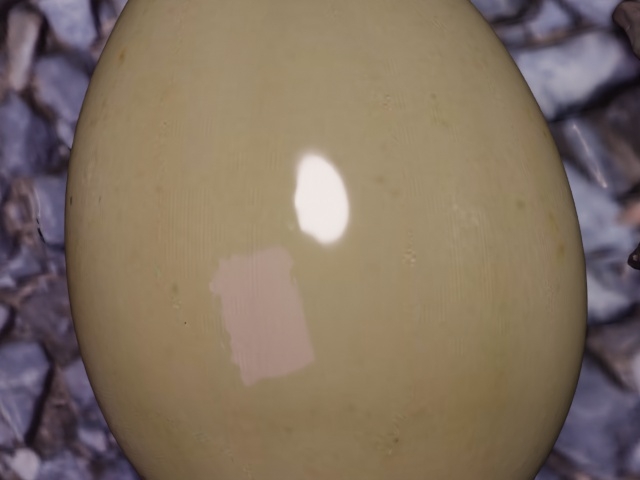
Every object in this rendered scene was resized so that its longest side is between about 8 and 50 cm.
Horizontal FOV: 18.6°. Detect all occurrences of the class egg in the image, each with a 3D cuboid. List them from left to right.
[{"bbox_3d":[0.000,0.000,0.718,0.189,0.188,0.253,-8,93,31],"label":"egg"}]

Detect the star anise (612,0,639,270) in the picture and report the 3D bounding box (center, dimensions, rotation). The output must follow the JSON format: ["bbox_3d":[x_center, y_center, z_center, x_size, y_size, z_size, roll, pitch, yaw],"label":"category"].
[{"bbox_3d":[0.179,-0.047,0.676,0.172,0.063,0.208,49,123,8],"label":"star anise"}]
